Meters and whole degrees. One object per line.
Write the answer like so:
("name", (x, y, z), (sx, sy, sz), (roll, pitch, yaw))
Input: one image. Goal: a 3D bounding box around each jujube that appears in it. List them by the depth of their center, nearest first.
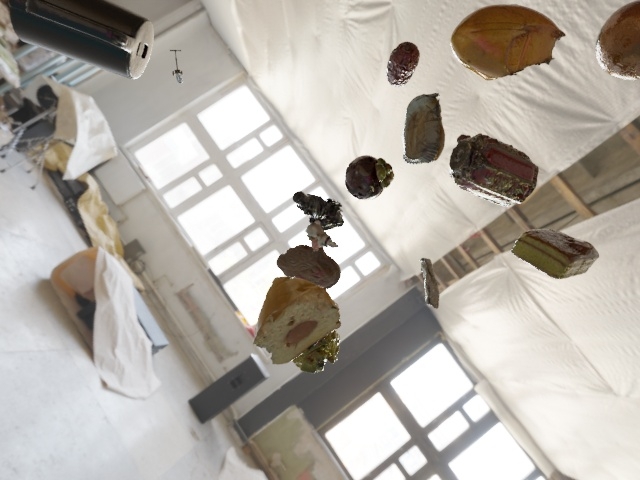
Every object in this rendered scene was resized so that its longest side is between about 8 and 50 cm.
("jujube", (0.298, -0.645, 1.595), (0.176, 0.113, 0.109), (106, -24, -71))

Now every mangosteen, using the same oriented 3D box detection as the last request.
("mangosteen", (0.176, -0.223, 1.513), (0.180, 0.166, 0.166), (-11, -57, 38))

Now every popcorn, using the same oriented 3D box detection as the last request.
("popcorn", (-0.022, 0.429, 1.733), (0.169, 0.218, 0.189), (-141, -144, -77))

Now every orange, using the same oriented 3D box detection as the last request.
("orange", (0.847, -0.536, 1.160), (0.206, 0.206, 0.206), (52, -8, 11))

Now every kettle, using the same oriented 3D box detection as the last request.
("kettle", (-0.643, -0.601, 1.186), (0.308, 0.203, 0.262), (20, -15, -9))

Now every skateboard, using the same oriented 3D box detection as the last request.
("skateboard", (-0.414, -0.506, 1.257), (0.064, 0.032, 0.083), (142, -59, -78))

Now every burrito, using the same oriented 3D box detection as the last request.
("burrito", (0.461, 0.180, 1.835), (0.058, 0.063, 0.229), (-26, 104, -58))

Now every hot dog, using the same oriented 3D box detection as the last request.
("hot dog", (0.348, -0.376, 1.468), (0.082, 0.270, 0.163), (18, -23, -37))

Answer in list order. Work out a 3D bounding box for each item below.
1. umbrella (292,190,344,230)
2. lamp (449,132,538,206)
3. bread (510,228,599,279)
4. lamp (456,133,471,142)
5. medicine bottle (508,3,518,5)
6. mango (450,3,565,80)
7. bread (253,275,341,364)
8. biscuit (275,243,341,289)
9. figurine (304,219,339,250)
("umbrella", (-0.025, -0.127, 1.785), (0.337, 0.154, 0.128), (17, 52, -50))
("lamp", (0.519, -0.207, 1.298), (0.274, 0.176, 0.177), (18, 6, -22))
("bread", (0.774, 0.036, 1.420), (0.184, 0.234, 0.110), (42, -55, 40))
("lamp", (0.503, -0.329, 1.479), (0.083, 0.063, 0.031), (37, -13, 13))
("medicine bottle", (0.754, -0.831, 1.804), (0.152, 0.152, 0.254), (42, -29, 56))
("mango", (0.383, -0.418, 0.920), (0.126, 0.252, 0.153), (-164, -112, -69))
("bread", (-0.055, 0.231, 1.233), (0.211, 0.224, 0.183), (-9, -47, 40))
("biscuit", (-0.051, 0.128, 1.915), (0.257, 0.273, 0.049), (55, 33, -25))
("figurine", (0.005, -0.001, 1.747), (0.146, 0.081, 0.098), (52, -41, 19))
